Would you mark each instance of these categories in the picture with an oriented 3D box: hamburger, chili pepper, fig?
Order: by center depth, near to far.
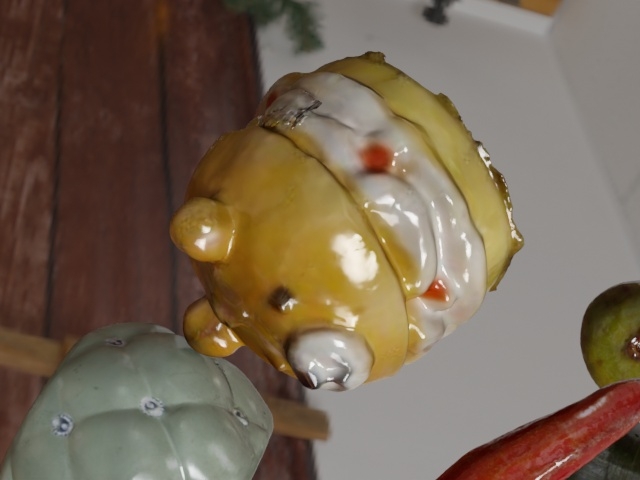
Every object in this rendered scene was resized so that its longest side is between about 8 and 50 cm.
[{"bbox_3d":[0.120,0.172,0.897,0.272,0.063,0.071,-38,172,4],"label":"chili pepper"},{"bbox_3d":[0.000,0.000,1.077,0.276,0.237,0.276,42,-27,27],"label":"hamburger"},{"bbox_3d":[0.372,0.108,1.519,0.186,0.148,0.142,-93,157,-77],"label":"fig"}]

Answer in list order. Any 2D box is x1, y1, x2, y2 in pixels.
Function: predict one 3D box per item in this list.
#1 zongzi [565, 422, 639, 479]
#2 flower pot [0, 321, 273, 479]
[{"bbox_3d":[0.493,0.407,1.624,0.208,0.403,0.432,-60,150,-20],"label":"zongzi"},{"bbox_3d":[-0.166,0.194,1.168,0.246,0.195,0.246,-61,-179,1],"label":"flower pot"}]
